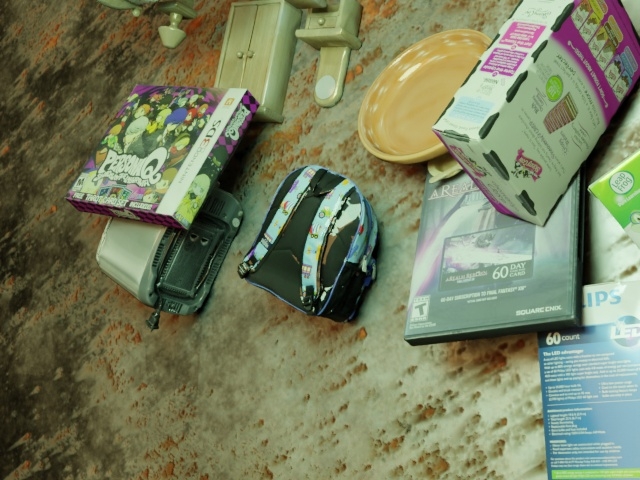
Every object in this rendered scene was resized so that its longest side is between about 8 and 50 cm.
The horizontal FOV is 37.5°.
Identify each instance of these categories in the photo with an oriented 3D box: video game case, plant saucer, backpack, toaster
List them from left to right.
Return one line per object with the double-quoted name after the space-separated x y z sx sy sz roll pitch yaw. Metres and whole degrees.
-0.220 -0.122 1.299 0.232 0.042 0.210 10 63 39 "video game case"
-0.223 0.004 1.346 0.146 0.129 0.227 26 92 41 "toaster"
0.000 0.000 1.193 0.158 0.117 0.173 25 94 37 "backpack"
0.138 -0.172 1.156 0.200 0.037 0.200 -24 45 27 "plant saucer"
0.199 -0.017 1.059 0.196 0.026 0.274 -11 53 33 "video game case"

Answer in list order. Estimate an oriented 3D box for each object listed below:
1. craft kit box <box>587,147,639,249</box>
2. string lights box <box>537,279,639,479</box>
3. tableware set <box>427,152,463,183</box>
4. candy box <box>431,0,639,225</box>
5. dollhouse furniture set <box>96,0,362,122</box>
0.428 -0.031 0.881 0.250 0.061 0.246 -39 86 21 "craft kit box"
0.301 0.176 0.961 0.133 0.077 0.260 -10 72 33 "string lights box"
0.183 -0.138 1.133 0.141 0.020 0.169 -25 45 22 "tableware set"
0.238 -0.156 0.998 0.071 0.159 0.233 23 74 48 "candy box"
-0.167 -0.288 1.236 0.303 0.355 0.174 6 83 35 "dollhouse furniture set"
